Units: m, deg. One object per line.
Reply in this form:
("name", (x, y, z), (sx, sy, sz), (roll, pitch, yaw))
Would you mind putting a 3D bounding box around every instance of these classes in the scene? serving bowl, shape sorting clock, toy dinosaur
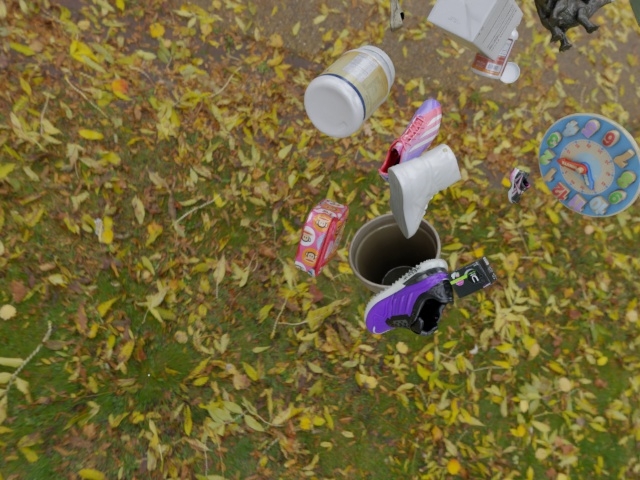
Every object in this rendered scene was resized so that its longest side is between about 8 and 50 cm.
("serving bowl", (0.775, -0.690, 1.989), (0.084, 0.027, 0.083), (1, 99, 7))
("shape sorting clock", (0.498, -0.138, 0.905), (0.040, 0.206, 0.206), (-28, 86, -18))
("toy dinosaur", (0.586, -0.573, 1.188), (0.314, 0.121, 0.160), (-1, 69, -23))

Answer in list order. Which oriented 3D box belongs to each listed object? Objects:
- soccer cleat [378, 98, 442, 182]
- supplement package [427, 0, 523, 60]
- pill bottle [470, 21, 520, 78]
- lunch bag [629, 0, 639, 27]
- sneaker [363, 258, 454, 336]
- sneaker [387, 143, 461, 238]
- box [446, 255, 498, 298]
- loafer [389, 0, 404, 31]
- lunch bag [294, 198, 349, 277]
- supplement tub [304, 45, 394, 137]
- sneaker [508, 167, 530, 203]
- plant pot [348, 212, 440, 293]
("soccer cleat", (0.237, -0.263, 1.270), (0.095, 0.083, 0.247), (15, 107, -49))
("supplement package", (0.510, -0.730, 1.571), (0.178, 0.175, 0.293), (39, 25, 22))
("pill bottle", (0.650, -0.718, 1.776), (0.121, 0.216, 0.121), (12, 29, -7))
("lunch bag", (0.620, -0.471, 0.773), (0.224, 0.108, 0.279), (-22, 94, 11))
("sneaker", (0.217, 0.181, 1.193), (0.102, 0.293, 0.146), (13, 45, -32))
("sneaker", (0.255, -0.112, 1.147), (0.169, 0.292, 0.108), (-27, 66, -3))
("box", (0.338, 0.082, 1.077), (0.052, 0.083, 0.062), (-18, 78, -53))
("loafer", (0.279, -0.817, 1.741), (0.050, 0.056, 0.147), (0, 73, 15))
("lunch bag", (0.000, 0.000, 1.692), (0.120, 0.293, 0.258), (22, 110, 8))
("supplement tub", (0.111, -0.535, 1.715), (0.228, 0.228, 0.316), (42, 55, -4))
("sneaker", (0.852, -0.225, 2.058), (0.077, 0.178, 0.072), (21, 59, 35))
("plant pot", (0.292, 0.101, 1.792), (0.324, 0.280, 0.322), (-10, 54, 13))
